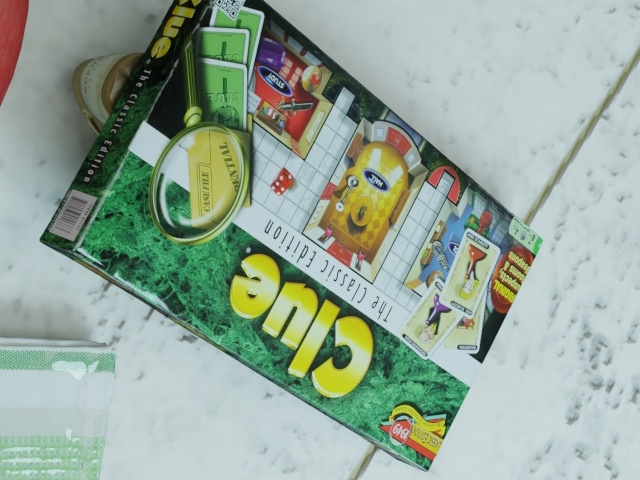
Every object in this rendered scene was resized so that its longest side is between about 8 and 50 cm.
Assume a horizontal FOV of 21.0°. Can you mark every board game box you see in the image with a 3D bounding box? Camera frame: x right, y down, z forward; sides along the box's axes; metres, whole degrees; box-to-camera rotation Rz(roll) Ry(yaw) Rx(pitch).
[{"bbox_3d":[0.000,0.000,0.789,0.259,0.030,0.136,35,81,-43],"label":"board game box"}]

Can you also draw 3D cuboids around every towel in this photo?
[{"bbox_3d":[-0.151,0.114,0.751,0.113,0.023,0.152,6,94,-29],"label":"towel"}]

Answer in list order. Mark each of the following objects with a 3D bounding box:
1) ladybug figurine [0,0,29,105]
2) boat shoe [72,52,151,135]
[{"bbox_3d":[-0.282,-0.068,0.568,0.449,0.162,0.305,-25,107,-27],"label":"ladybug figurine"},{"bbox_3d":[-0.059,-0.040,0.774,0.050,0.045,0.135,-55,132,-16],"label":"boat shoe"}]
